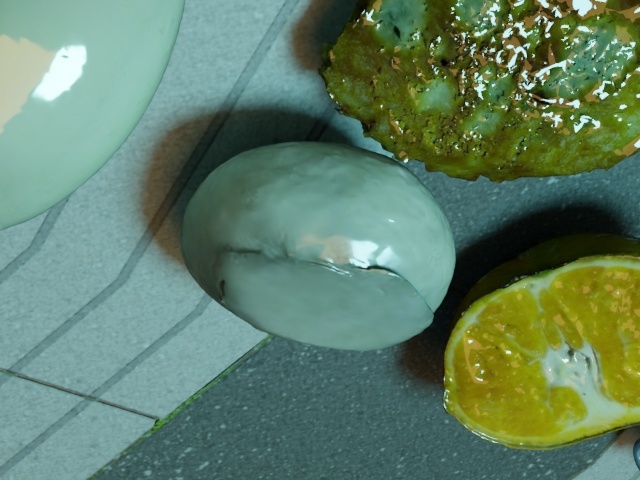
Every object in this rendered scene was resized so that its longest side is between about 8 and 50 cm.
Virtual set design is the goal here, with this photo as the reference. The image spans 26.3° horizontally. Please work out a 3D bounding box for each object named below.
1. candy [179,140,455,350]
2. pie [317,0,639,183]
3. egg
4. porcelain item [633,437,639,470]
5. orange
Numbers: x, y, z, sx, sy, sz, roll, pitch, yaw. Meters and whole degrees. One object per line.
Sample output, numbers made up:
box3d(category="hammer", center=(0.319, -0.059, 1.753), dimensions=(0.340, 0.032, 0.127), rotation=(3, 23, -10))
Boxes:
box3d(category="candy", center=(0.000, 0.000, 1.392), dimensions=(0.295, 0.185, 0.295), rotation=(9, 152, 5))
box3d(category="pie", center=(0.181, -0.187, 1.306), dimensions=(0.354, 0.103, 0.288), rotation=(10, 121, -6))
box3d(category="egg", center=(-0.255, -0.167, 1.042), dimensions=(0.345, 0.283, 0.283), rotation=(-44, 135, 8))
box3d(category="porcelain item", center=(0.572, 0.277, 1.973), dimensions=(0.259, 0.141, 0.141), rotation=(-17, 137, -20))
box3d(category="orange", center=(0.312, 0.115, 1.608), dimensions=(0.274, 0.274, 0.310), rotation=(21, 162, -38))
